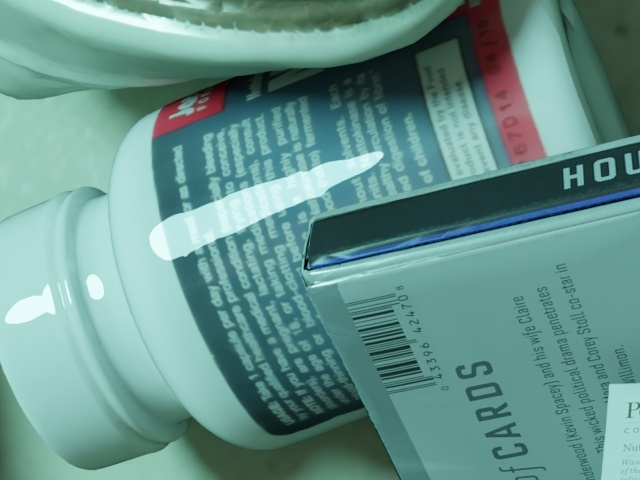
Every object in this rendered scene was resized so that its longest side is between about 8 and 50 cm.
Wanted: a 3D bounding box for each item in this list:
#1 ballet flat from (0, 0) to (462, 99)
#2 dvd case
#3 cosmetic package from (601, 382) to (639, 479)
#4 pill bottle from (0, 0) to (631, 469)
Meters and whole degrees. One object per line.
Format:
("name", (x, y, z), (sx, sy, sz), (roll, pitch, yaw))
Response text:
("ballet flat", (-0.121, -0.121, 0.584), (0.400, 0.139, 0.139), (26, 93, 23))
("dvd case", (0.136, 0.039, 0.480), (0.238, 0.179, 0.030), (-12, 39, 16))
("cosmetic package", (0.179, 0.079, 0.400), (0.239, 0.060, 0.099), (-4, 51, 21))
("pill bottle", (0.000, 0.000, 0.544), (0.180, 0.108, 0.108), (-21, 80, 14))
